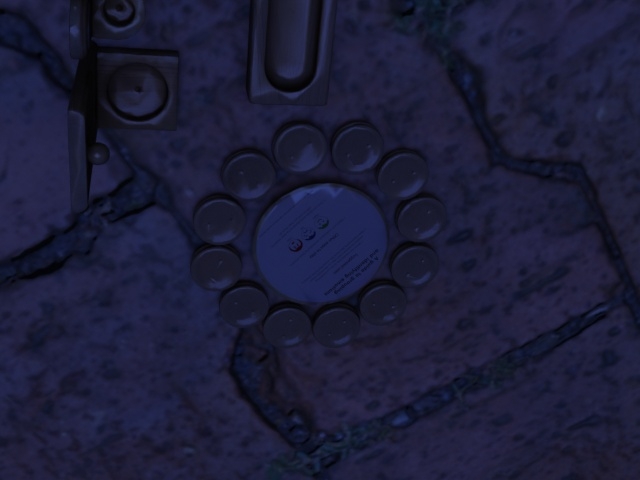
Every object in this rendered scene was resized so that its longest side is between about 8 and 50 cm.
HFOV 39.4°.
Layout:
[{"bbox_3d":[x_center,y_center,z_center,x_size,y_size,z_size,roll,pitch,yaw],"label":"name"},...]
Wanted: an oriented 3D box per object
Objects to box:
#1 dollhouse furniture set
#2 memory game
[{"bbox_3d":[-0.060,-0.106,0.500,0.151,0.123,0.144,1,119,-10],"label":"dollhouse furniture set"},{"bbox_3d":[0.000,0.000,0.634,0.186,0.012,0.186,-5,119,-8],"label":"memory game"}]
